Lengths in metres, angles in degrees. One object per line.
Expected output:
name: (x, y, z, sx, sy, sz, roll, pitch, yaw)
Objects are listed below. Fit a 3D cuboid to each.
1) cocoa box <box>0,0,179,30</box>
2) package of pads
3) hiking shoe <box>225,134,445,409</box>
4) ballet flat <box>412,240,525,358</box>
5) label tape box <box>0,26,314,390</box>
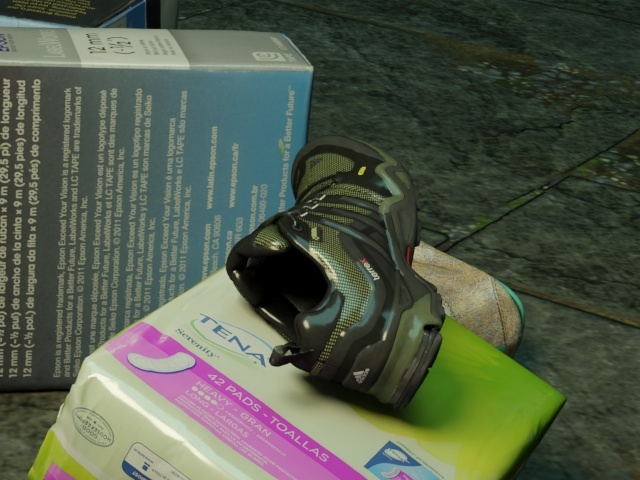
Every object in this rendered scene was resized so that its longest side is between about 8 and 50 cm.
cocoa box: (-0.325, -0.126, 1.454, 0.347, 0.231, 0.228, 10, 22, 11)
package of pads: (-0.008, 0.116, 1.005, 0.229, 0.101, 0.296, 34, 29, 13)
hiking shoe: (0.000, 0.000, 1.004, 0.114, 0.086, 0.227, 17, 31, -24)
ballet flat: (0.018, 0.025, 1.337, 0.106, 0.108, 0.316, -26, 35, -37)
label tape box: (-0.191, -0.024, 1.198, 0.347, 0.249, 0.115, 0, 22, -14)
